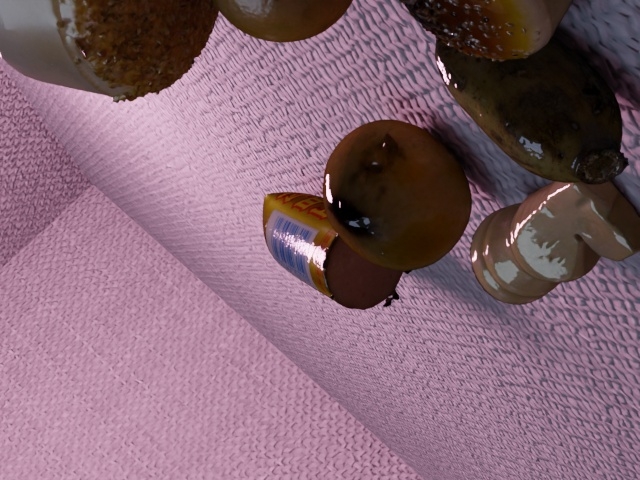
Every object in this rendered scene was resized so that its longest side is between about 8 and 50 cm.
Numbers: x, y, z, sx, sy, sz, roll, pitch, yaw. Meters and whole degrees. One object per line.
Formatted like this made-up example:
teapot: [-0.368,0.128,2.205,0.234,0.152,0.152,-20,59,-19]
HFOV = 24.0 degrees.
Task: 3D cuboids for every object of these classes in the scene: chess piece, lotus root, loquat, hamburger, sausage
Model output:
chess piece: [0.204,-0.007,1.278,0.090,0.090,0.200,47,158,-2]
lotus root: [0.150,-0.101,1.071,0.179,0.089,0.080,47,153,32]
loquat: [0.074,-0.044,1.463,0.163,0.137,0.163,25,160,10]
hamburger: [0.100,-0.175,1.004,0.141,0.081,0.126,36,166,38]
hamburger: [-0.173,-0.259,1.245,0.179,0.276,0.294,1,130,22]
loquat: [-0.031,-0.226,1.194,0.141,0.141,0.141,44,170,10]
sausage: [0.002,0.000,1.990,0.125,0.117,0.317,26,-178,-26]
